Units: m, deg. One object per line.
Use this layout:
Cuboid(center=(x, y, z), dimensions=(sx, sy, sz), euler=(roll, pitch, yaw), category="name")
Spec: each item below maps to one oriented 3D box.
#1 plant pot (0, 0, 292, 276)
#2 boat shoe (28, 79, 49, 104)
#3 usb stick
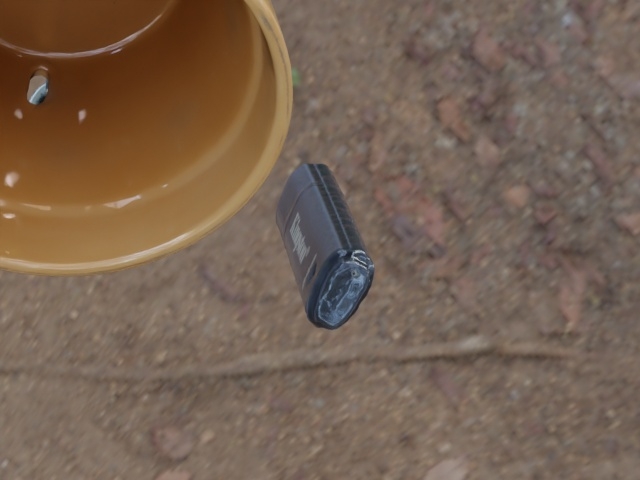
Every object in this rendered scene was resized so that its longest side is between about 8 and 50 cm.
Cuboid(center=(-0.171, -0.148, 1.230), dimensions=(0.291, 0.291, 0.203), euler=(12, 38, -17), category="plant pot")
Cuboid(center=(-0.205, -0.106, 1.520), dimensions=(0.070, 0.219, 0.077), euler=(14, 46, -4), category="boat shoe")
Cuboid(center=(0.000, 0.000, 1.578), dimensions=(0.045, 0.278, 0.077), euler=(28, 103, -15), category="usb stick")
